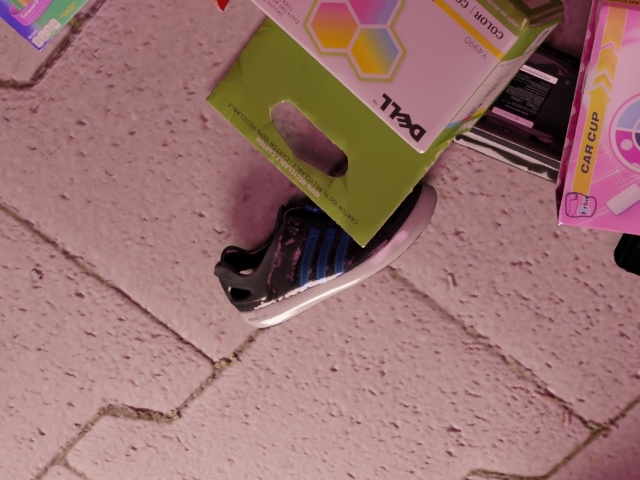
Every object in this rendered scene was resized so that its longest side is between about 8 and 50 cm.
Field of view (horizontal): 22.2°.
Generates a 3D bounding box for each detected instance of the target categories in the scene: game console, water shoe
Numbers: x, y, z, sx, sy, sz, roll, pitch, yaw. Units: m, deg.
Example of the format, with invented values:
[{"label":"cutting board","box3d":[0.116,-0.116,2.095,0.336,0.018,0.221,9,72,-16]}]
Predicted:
[{"label":"game console","box3d":[0.234,-0.091,1.280,0.361,0.044,0.213,22,117,-5]},{"label":"water shoe","box3d":[0.000,0.000,1.339,0.203,0.073,0.080,-33,107,21]}]

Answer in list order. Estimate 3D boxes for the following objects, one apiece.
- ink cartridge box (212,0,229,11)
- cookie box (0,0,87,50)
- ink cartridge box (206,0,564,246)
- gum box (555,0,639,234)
[{"label":"ink cartridge box","box3d":[-0.071,-0.294,1.154,0.078,0.134,0.231,-15,115,19]},{"label":"cookie box","box3d":[-0.226,-0.218,1.269,0.107,0.040,0.092,42,116,-14]},{"label":"ink cartridge box","box3d":[0.026,-0.132,1.220,0.189,0.097,0.255,43,116,9]},{"label":"gum box","box3d":[0.244,-0.100,1.214,0.107,0.062,0.188,8,117,2]}]
